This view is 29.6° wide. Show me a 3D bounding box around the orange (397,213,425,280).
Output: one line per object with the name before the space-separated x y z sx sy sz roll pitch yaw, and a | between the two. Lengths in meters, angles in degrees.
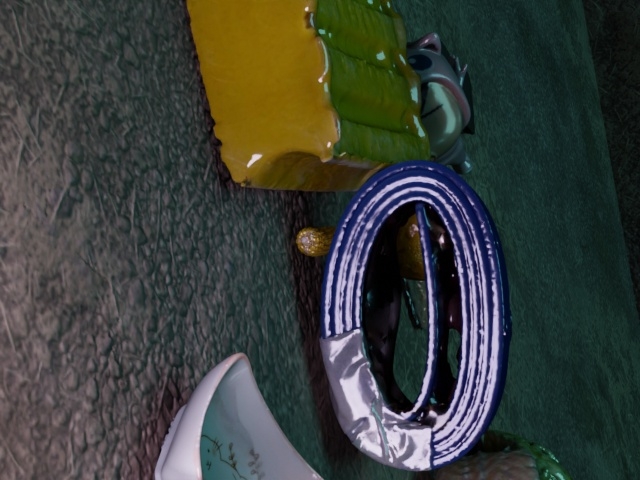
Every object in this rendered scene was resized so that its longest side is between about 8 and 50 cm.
orange | 0.133 -0.014 1.636 0.135 0.117 0.136 -13 115 -29

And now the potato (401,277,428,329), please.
potato | 0.157 0.064 1.733 0.086 0.061 0.122 -30 106 -68

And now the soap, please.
soap | -0.004 -0.208 1.404 0.335 0.156 0.293 -5 78 -66

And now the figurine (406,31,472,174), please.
figurine | 0.150 -0.153 1.713 0.186 0.176 0.287 -111 -178 -45

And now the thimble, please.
thimble | 0.236 0.390 1.566 0.229 0.148 0.196 -93 170 -55

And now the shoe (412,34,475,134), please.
shoe | 0.175 -0.236 1.893 0.275 0.098 0.103 37 52 -58

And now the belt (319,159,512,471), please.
belt | 0.111 0.085 1.395 0.117 0.212 0.347 14 76 -78

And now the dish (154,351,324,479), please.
dish | -0.075 0.226 1.101 0.212 0.077 0.151 61 29 -31

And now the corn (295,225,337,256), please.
corn | 0.000 0.000 1.443 0.092 0.037 0.037 -14 90 -66

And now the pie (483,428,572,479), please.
pie | 0.312 0.366 1.776 0.248 0.090 0.201 -174 -117 -75
